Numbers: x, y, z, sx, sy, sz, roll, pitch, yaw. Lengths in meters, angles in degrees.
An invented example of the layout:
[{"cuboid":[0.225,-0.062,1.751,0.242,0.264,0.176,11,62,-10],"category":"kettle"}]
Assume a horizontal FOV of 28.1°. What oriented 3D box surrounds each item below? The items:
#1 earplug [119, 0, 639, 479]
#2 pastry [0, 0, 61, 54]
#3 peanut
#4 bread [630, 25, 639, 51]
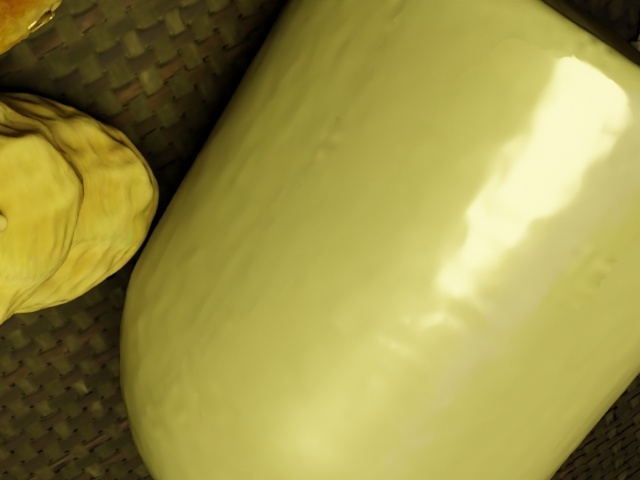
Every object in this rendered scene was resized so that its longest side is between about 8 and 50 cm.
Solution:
[{"cuboid":[0.056,0.024,0.806,0.312,0.313,0.394,18,112,-41],"category":"earplug"},{"cuboid":[-0.210,-0.167,0.649,0.192,0.093,0.182,-24,138,-13],"category":"pastry"},{"cuboid":[-0.188,-0.018,0.703,0.153,0.140,0.325,-19,-179,20],"category":"peanut"},{"cuboid":[0.407,-0.074,0.977,0.279,0.315,0.248,-10,130,-12],"category":"bread"}]
